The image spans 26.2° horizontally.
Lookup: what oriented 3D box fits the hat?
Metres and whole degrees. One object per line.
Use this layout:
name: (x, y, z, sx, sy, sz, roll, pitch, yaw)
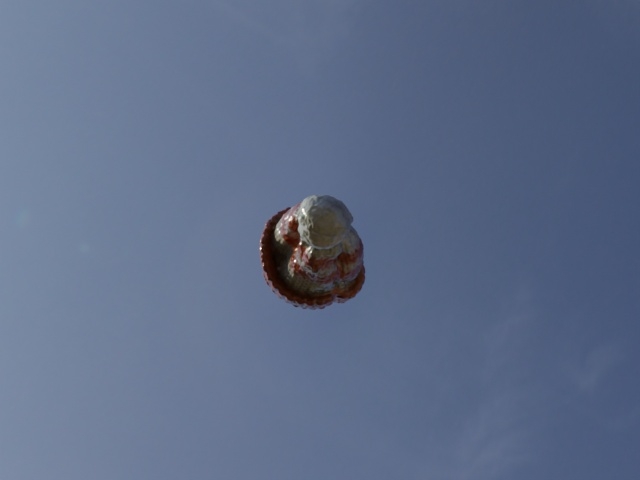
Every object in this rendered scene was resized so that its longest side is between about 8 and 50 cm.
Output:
hat: (0.000, 0.000, 1.279, 0.112, 0.093, 0.162, 40, -27, 5)
